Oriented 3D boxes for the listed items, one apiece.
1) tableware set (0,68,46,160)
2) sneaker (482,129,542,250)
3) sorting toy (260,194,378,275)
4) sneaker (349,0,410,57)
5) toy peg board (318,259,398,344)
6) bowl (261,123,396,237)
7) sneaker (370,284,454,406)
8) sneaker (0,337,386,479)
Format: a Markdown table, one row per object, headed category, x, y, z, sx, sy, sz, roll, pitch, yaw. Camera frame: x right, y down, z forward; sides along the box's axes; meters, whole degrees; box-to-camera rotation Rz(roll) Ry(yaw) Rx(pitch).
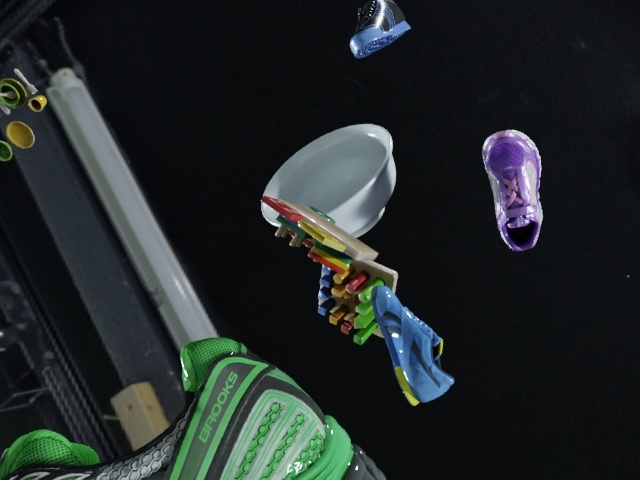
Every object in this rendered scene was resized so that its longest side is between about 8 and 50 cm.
| category | x | y | z | sx | sy | sz | roll | pitch | yaw |
| --- | --- | --- | --- | --- | --- | --- | --- | --- | --- |
| tableware set | -0.490 | -0.190 | 1.143 | 0.154 | 0.024 | 0.104 | -28 | -67 | 28 |
| sneaker | 0.341 | -0.077 | 1.268 | 0.095 | 0.104 | 0.236 | -7 | -55 | 20 |
| sorting toy | 0.000 | 0.000 | 0.978 | 0.132 | 0.274 | 0.046 | 33 | -84 | 13 |
| sneaker | 0.100 | -0.420 | 1.411 | 0.081 | 0.232 | 0.090 | -32 | -84 | 31 |
| toy peg board | 0.055 | 0.114 | 1.435 | 0.161 | 0.079 | 0.161 | 24 | -52 | 25 |
| bowl | 0.038 | -0.092 | 1.475 | 0.298 | 0.134 | 0.297 | -23 | -145 | 17 |
| sneaker | 0.138 | 0.143 | 1.082 | 0.082 | 0.069 | 0.209 | -31 | -132 | 13 |
| sneaker | -0.136 | 0.185 | 0.356 | 0.344 | 0.134 | 0.146 | -38 | -99 | -17 |
